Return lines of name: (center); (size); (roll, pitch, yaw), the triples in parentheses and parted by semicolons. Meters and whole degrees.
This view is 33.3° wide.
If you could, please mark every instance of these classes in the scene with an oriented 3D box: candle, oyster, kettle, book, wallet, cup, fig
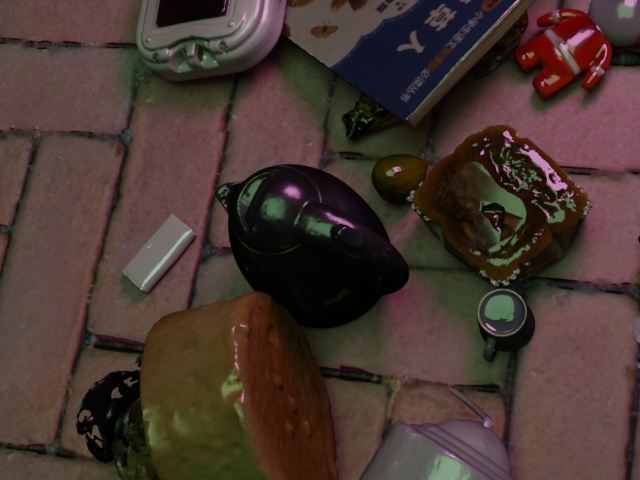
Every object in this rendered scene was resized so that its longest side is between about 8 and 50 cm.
candle: (0.132, 0.359, 1.350); (0.221, 0.221, 0.342); (31, 83, 22)
oyster: (0.170, -0.269, 1.620); (0.345, 0.078, 0.128); (-37, 76, -1)
kettle: (0.000, 0.000, 1.460); (0.268, 0.290, 0.207); (21, 78, 19)
book: (0.101, -0.376, 1.627); (0.300, 0.039, 0.428); (-47, 52, -2)
wallet: (-0.251, 0.019, 1.665); (0.061, 0.025, 0.122); (39, 86, 29)
cup: (0.248, 0.118, 1.468); (0.078, 0.077, 0.100); (21, 80, 20)
fig: (0.119, -0.095, 1.575); (0.088, 0.074, 0.074); (-24, 67, -12)

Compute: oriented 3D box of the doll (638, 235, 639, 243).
doll: (0.557, -0.064, 1.421); (0.153, 0.195, 0.258); (44, 118, 55)

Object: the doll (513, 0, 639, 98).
doll: (0.404, -0.308, 1.563); (0.245, 0.076, 0.142); (-34, 68, 7)

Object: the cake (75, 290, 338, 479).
cake: (-0.172, 0.254, 1.418); (0.321, 0.332, 0.332); (-19, 69, 18)

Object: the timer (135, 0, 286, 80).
timer: (-0.177, -0.379, 1.711); (0.262, 0.087, 0.237); (-4, 68, 29)

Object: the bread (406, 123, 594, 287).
bread: (0.252, -0.048, 1.502); (0.192, 0.110, 0.210); (-42, 67, 1)
